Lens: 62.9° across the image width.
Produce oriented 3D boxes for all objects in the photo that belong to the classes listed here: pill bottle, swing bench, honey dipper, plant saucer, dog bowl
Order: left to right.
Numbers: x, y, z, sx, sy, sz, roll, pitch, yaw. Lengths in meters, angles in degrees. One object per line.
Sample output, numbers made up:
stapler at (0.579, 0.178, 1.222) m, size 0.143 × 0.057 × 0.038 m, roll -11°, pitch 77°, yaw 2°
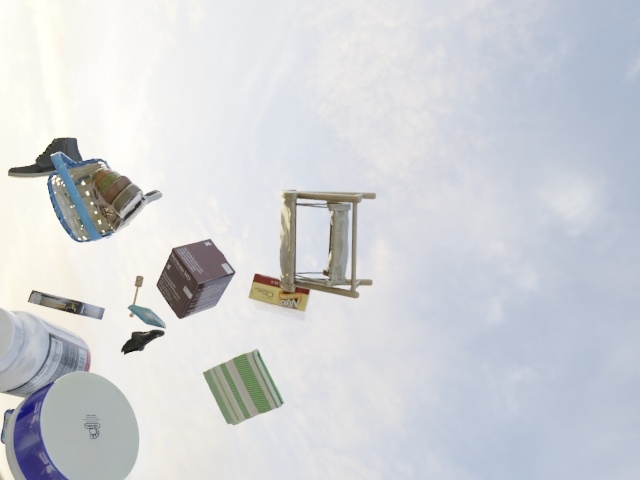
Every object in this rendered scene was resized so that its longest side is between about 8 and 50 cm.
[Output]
pill bottle at (-0.785, 0.301, 1.382) m, size 0.210 × 0.210 × 0.363 m, roll 54°, pitch -10°, yaw 22°
dog bowl at (-0.525, 0.425, 1.131) m, size 0.104 × 0.265 × 0.265 m, roll -31°, pitch -104°, yaw 16°
honey dipper at (-0.660, 0.201, 1.872) m, size 0.030 × 0.030 × 0.161 m, roll -39°, pitch -139°, yaw 45°
plant saucer at (-0.489, 0.217, 1.488) m, size 0.192 × 0.067 × 0.018 m, roll 95°, pitch 8°, yaw -69°
swing bench at (0.000, 0.000, 1.354) m, size 0.254 × 0.165 × 0.253 m, roll 4°, pitch -81°, yaw 19°

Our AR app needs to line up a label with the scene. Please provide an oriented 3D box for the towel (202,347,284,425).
towel at (-0.301, 0.570, 2.019) m, size 0.325 × 0.038 × 0.248 m, roll -31°, pitch -96°, yaw 35°

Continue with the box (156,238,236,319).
box at (-0.435, 0.132, 1.815) m, size 0.168 × 0.167 × 0.203 m, roll 49°, pitch -52°, yaw 21°

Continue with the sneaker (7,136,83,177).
sneaker at (-0.879, -0.263, 1.665) m, size 0.083 × 0.222 × 0.118 m, roll 5°, pitch -74°, yaw 58°

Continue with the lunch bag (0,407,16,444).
lunch bag at (-0.766, 0.518, 1.391) m, size 0.128 × 0.096 × 0.151 m, roll 4°, pitch -66°, yaw 18°

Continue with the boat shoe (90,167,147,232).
boat shoe at (-0.504, -0.106, 1.298) m, size 0.104 × 0.111 × 0.307 m, roll 42°, pitch -25°, yaw -8°

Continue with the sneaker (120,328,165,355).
sneaker at (-0.709, 0.408, 2.096) m, size 0.051 × 0.170 × 0.089 m, roll 76°, pitch 11°, yaw -57°

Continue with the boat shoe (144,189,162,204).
boat shoe at (-0.729, -0.182, 2.207) m, size 0.038 × 0.125 × 0.046 m, roll 38°, pitch -40°, yaw 27°

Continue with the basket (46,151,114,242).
basket at (-0.665, -0.110, 1.506) m, size 0.255 × 0.201 × 0.289 m, roll 67°, pitch -13°, yaw -1°

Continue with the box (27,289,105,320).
box at (-1.029, 0.264, 2.130) m, size 0.231 × 0.183 × 0.056 m, roll 12°, pitch -104°, yaw 9°

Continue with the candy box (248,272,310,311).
candy box at (-0.129, 0.194, 1.735) m, size 0.316 × 0.182 × 0.088 m, roll 99°, pitch 6°, yaw -77°
